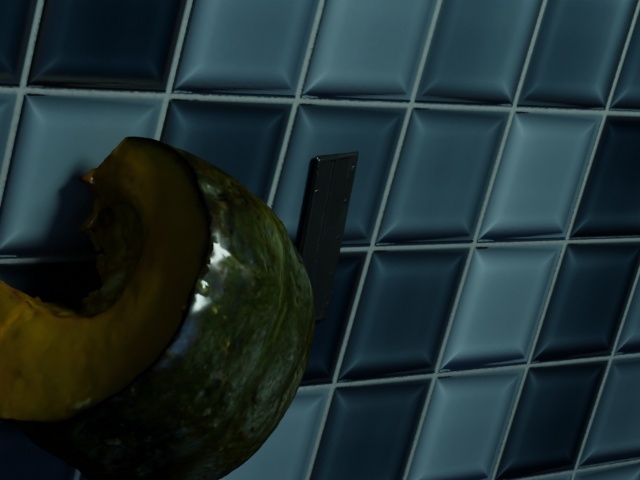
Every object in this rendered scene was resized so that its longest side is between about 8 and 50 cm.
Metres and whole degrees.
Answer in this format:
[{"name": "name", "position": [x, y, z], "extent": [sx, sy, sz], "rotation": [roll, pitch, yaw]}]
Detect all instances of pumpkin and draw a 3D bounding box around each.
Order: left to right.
[{"name": "pumpkin", "position": [-0.148, 0.081, 1.775], "extent": [0.303, 0.256, 0.225], "rotation": [-47, 142, 9]}]

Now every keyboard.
[{"name": "keyboard", "position": [0.000, 0.000, 2.049], "extent": [0.064, 0.010, 0.198], "rotation": [-9, 119, -42]}]
